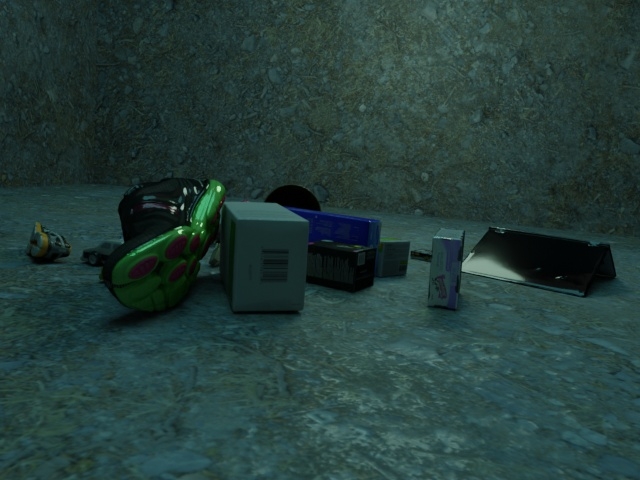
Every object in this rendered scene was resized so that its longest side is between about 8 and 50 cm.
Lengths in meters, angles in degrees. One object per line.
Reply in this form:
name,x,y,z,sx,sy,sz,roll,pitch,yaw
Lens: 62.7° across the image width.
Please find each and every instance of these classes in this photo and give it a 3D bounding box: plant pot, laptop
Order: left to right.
plant pot,-0.120,-0.082,1.972,0.216,0.215,0.230,3,-7,-9
laptop,0.724,0.105,1.738,0.382,0.236,0.408,12,-17,38

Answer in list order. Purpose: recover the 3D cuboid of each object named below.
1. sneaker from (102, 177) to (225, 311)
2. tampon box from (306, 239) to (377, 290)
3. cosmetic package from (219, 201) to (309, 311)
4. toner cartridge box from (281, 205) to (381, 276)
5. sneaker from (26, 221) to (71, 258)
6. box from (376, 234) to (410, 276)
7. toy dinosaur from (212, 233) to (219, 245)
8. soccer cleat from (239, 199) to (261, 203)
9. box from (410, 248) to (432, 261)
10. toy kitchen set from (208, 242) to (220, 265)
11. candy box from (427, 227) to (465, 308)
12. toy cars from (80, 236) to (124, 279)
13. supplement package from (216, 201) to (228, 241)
sneaker,-0.345,-0.009,1.106,0.202,0.185,0.482,13,22,-2
tampon box,0.046,0.061,1.360,0.161,0.101,0.120,10,9,29
cosmetic package,-0.141,0.022,1.208,0.155,0.196,0.365,1,8,-16
toner cartridge box,0.000,0.000,1.530,0.348,0.165,0.075,11,11,31
sneaker,-0.720,0.009,1.389,0.083,0.084,0.215,15,5,-36
box,0.152,0.035,1.580,0.114,0.103,0.203,-2,11,-40
toy dinosaur,-0.395,-0.002,1.750,0.093,0.053,0.183,-9,-2,13
soccer cleat,-0.287,-0.125,2.343,0.143,0.116,0.331,4,8,-4
box,0.396,0.055,1.839,0.137,0.027,0.094,10,9,34
toy kitchen set,-0.270,0.057,1.474,0.083,0.075,0.068,35,-46,-23
candy box,0.309,0.063,1.284,0.070,0.164,0.196,6,9,16
toy cars,-0.455,0.039,1.270,0.177,0.087,0.394,-1,10,-35
supplement package,-0.281,-0.055,1.803,0.179,0.105,0.105,10,51,28
